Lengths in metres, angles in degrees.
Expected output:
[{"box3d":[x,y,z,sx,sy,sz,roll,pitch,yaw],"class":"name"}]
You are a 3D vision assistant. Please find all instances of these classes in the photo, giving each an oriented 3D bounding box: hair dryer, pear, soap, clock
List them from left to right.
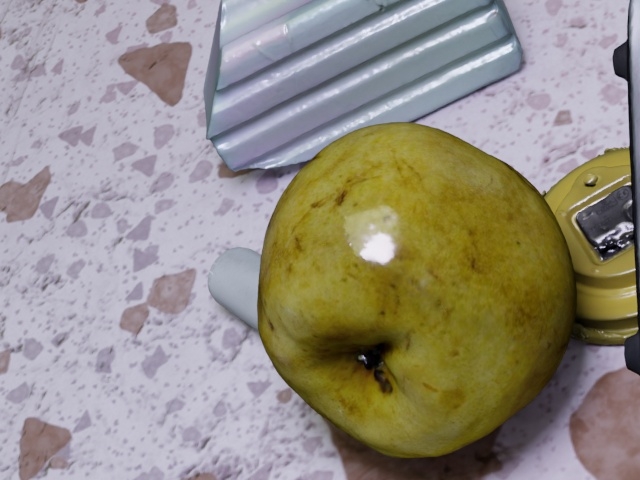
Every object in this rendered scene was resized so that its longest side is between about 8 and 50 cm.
[{"box3d":[0.000,0.000,1.930,0.236,0.073,0.131,-46,46,-13],"class":"hair dryer"},{"box3d":[0.026,-0.209,1.979,0.347,0.208,0.115,-26,46,11],"class":"soap"},{"box3d":[0.088,0.037,1.712,0.304,0.304,0.304,-15,50,19],"class":"pear"},{"box3d":[0.295,-0.009,1.779,0.237,0.057,0.237,-15,51,19],"class":"clock"}]

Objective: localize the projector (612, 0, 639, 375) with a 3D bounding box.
[{"box3d":[0.364,0.037,1.449,0.242,0.405,0.395,-5,54,11],"class":"projector"}]
